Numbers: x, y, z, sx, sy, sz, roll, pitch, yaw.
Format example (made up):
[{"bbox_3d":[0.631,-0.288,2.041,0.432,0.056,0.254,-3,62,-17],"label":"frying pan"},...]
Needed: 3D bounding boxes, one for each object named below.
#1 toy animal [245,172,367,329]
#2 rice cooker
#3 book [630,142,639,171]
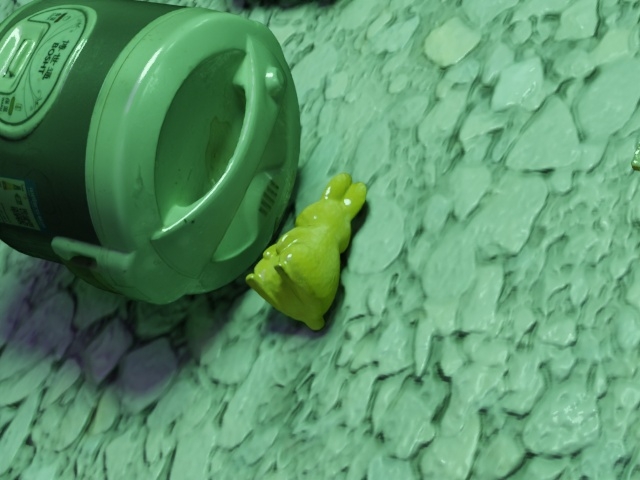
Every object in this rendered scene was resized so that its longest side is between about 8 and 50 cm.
[{"bbox_3d":[0.001,0.003,1.517,0.070,0.083,0.159,-26,27,46],"label":"toy animal"},{"bbox_3d":[-0.177,-0.093,1.536,0.277,0.288,0.288,14,62,35],"label":"rice cooker"},{"bbox_3d":[0.405,-0.102,1.354,0.242,0.018,0.170,17,64,37],"label":"book"}]
